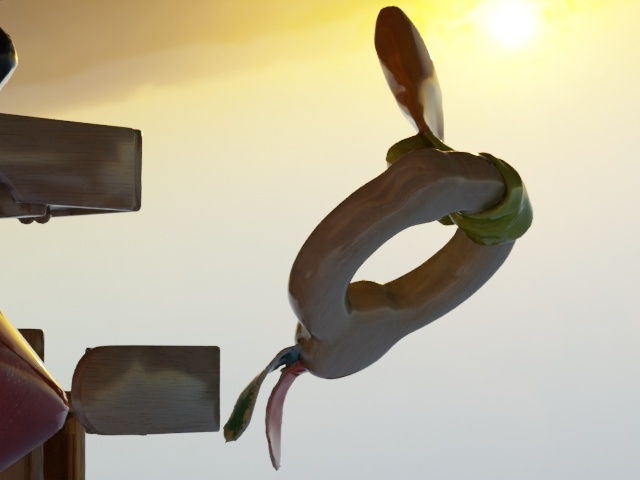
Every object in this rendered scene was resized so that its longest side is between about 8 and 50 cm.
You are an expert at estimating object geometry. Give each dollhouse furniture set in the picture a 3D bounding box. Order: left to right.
[{"bbox_3d":[-0.181,0.061,0.949,0.212,0.242,0.161,-3,175,42],"label":"dollhouse furniture set"}]

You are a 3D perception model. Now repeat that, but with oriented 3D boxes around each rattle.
[{"bbox_3d":[0.000,0.000,0.975,0.199,0.143,0.130,-49,163,31],"label":"rattle"}]

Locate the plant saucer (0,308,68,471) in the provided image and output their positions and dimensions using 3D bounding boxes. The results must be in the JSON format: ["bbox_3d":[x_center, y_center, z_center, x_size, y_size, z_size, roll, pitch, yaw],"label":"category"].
[{"bbox_3d":[-0.250,0.018,0.599,0.259,0.258,0.048,-35,171,-27],"label":"plant saucer"}]

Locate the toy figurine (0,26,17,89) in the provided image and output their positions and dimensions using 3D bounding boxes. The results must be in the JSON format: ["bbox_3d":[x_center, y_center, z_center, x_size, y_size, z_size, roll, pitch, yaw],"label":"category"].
[{"bbox_3d":[-0.298,-0.191,1.246,0.148,0.213,0.209,17,-169,37],"label":"toy figurine"}]
